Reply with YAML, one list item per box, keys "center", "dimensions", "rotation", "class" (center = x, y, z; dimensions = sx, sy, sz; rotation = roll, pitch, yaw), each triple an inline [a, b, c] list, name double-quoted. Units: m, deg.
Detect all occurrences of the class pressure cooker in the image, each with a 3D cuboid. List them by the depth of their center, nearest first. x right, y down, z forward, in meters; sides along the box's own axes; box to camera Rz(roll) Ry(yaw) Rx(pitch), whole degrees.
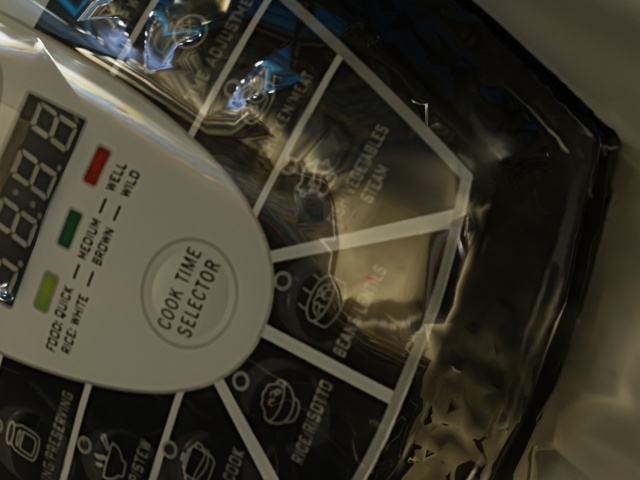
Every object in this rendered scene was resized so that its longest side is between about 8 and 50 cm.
- center: [0.001, 0.002, 0.668]
  dimensions: [0.370, 0.420, 0.375]
  rotation: [-46, -27, -36]
  class: "pressure cooker"
